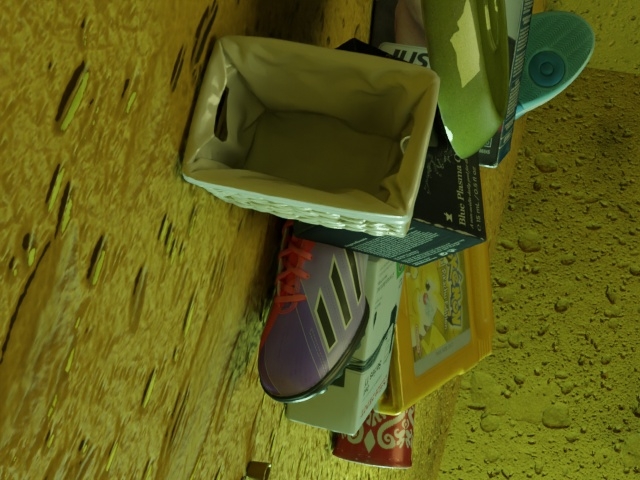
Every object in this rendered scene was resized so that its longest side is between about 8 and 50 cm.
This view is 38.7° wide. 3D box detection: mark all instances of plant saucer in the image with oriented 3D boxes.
[{"bbox_3d":[0.125,-0.189,0.752,0.241,0.037,0.241,-5,90,-71],"label":"plant saucer"}]

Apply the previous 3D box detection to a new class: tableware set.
[{"bbox_3d":[-0.064,0.294,0.958,0.104,0.024,0.154,-60,155,-50],"label":"tableware set"}]

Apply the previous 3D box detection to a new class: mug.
[{"bbox_3d":[0.080,0.226,1.301,0.150,0.113,0.170,161,-62,-79],"label":"mug"}]

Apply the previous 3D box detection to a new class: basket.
[{"bbox_3d":[-0.001,-0.071,0.672,0.103,0.167,0.113,55,47,-75],"label":"basket"}]

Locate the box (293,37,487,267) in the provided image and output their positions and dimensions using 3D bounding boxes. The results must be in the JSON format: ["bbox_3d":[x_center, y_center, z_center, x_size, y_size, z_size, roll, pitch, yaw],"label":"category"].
[{"bbox_3d":[0.060,-0.072,0.815,0.158,0.093,0.156,14,65,-39],"label":"box"}]

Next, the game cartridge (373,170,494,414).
[{"bbox_3d":[0.157,0.056,1.257,0.323,0.052,0.286,-16,102,-54],"label":"game cartridge"}]

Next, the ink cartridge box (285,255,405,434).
[{"bbox_3d":[0.033,0.095,1.042,0.153,0.086,0.209,-37,137,-66],"label":"ink cartridge box"}]

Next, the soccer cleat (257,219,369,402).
[{"bbox_3d":[0.000,0.000,0.874,0.116,0.108,0.318,55,46,-42],"label":"soccer cleat"}]

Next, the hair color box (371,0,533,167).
[{"bbox_3d":[0.156,-0.274,1.062,0.105,0.173,0.348,-40,138,-64],"label":"hair color box"}]

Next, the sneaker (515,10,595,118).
[{"bbox_3d":[0.255,-0.215,1.362,0.127,0.319,0.208,57,8,5],"label":"sneaker"}]
